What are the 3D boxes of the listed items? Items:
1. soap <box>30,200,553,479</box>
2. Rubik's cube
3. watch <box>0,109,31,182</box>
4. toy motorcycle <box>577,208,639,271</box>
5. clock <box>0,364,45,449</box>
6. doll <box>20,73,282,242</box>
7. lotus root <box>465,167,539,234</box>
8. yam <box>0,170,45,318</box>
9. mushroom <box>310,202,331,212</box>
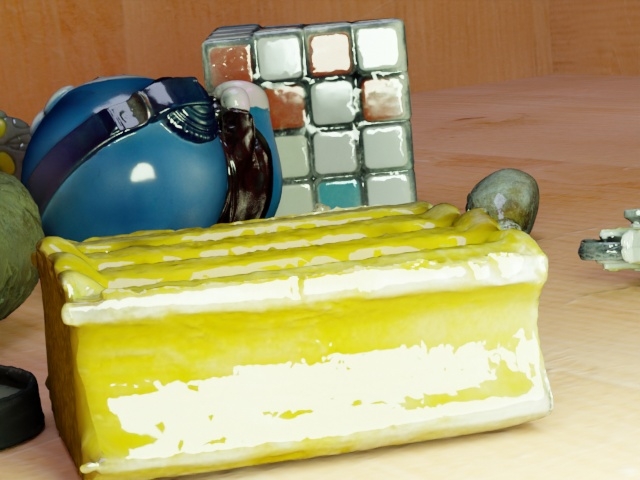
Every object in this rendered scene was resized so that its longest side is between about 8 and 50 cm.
[{"bbox_3d":[-0.036,0.059,1.309,0.335,0.156,0.293,-7,6,-16],"label":"soap"},{"bbox_3d":[-0.011,-0.149,2.311,0.253,0.256,0.259,-4,8,3],"label":"Rubik's cube"},{"bbox_3d":[-0.541,-0.109,2.522,0.305,0.241,0.274,-8,-5,-20],"label":"watch"},{"bbox_3d":[0.360,0.005,1.718,0.229,0.074,0.151,1,-1,-32],"label":"toy motorcycle"},{"bbox_3d":[-0.299,0.129,1.363,0.184,0.040,0.184,-4,8,1],"label":"clock"},{"bbox_3d":[-0.190,-0.068,2.001,0.284,0.240,0.310,-45,-28,26],"label":"doll"},{"bbox_3d":[0.202,-0.032,2.034,0.088,0.088,0.165,-2,19,15],"label":"lotus root"},{"bbox_3d":[-0.365,0.020,1.702,0.168,0.168,0.304,-3,8,11],"label":"yam"},{"bbox_3d":[0.000,0.000,1.912,0.085,0.079,0.085,-7,10,1],"label":"mushroom"}]
